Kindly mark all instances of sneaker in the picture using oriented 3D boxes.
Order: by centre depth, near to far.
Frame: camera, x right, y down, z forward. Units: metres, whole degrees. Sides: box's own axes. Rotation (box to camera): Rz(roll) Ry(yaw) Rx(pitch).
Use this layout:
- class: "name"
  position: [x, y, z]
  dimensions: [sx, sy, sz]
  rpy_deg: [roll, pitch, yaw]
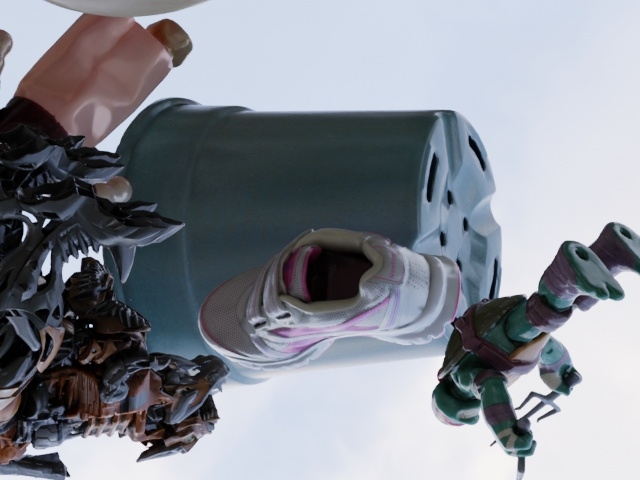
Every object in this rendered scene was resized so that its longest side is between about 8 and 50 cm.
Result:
- class: "sneaker"
  position: [-0.011, 0.040, 1.320]
  dimensions: [0.252, 0.111, 0.103]
  rpy_deg: [-15, -123, 31]

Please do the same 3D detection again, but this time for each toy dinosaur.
- class: "toy dinosaur"
  position: [-0.192, 0.053, 0.967]
  dimensions: [0.164, 0.322, 0.218]
  rpy_deg: [34, -75, 35]

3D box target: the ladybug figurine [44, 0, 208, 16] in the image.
- class: "ladybug figurine"
  position: [-0.182, -0.358, 1.379]
  dimensions: [0.162, 0.449, 0.305]
  rpy_deg: [16, -72, 42]

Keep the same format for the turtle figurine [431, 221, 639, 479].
- class: "turtle figurine"
  position: [0.151, 0.091, 1.145]
  dimensions: [0.234, 0.118, 0.175]
  rpy_deg: [-56, 176, 33]

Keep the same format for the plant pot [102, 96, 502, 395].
- class: "plant pot"
  position: [0.000, 0.000, 1.643]
  dimensions: [0.334, 0.341, 0.341]
  rpy_deg: [-4, -119, 24]

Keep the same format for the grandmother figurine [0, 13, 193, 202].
- class: "grandmother figurine"
  position: [-0.269, -0.106, 1.499]
  dimensions: [0.342, 0.208, 0.104]
  rpy_deg: [-48, -174, -27]
